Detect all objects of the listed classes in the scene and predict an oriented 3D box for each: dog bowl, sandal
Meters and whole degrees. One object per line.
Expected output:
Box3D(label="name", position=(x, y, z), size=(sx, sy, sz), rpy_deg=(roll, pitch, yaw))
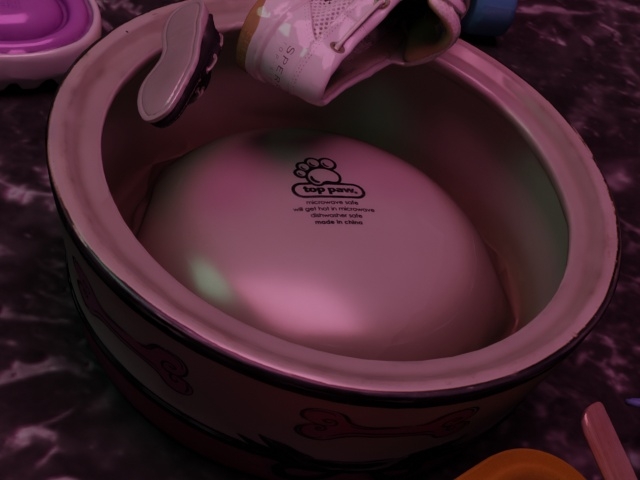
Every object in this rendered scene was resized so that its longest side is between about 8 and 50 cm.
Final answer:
Box3D(label="dog bowl", position=(0.000, 0.000, 1.110), size=(0.408, 0.150, 0.408), rpy_deg=(9, 43, -8))
Box3D(label="sandal", position=(-0.376, -0.189, 1.212), size=(0.416, 0.102, 0.169), rpy_deg=(-9, 49, -26))

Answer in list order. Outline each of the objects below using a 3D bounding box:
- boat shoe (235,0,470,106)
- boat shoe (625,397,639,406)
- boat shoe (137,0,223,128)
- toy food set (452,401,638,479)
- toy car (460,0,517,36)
Box3D(label="boat shoe", position=(0.065, -0.171, 1.134), size=(0.096, 0.098, 0.277), rpy_deg=(40, 56, 22))
Box3D(label="boat shoe", position=(0.276, 0.141, 1.069), size=(0.089, 0.109, 0.258), rpy_deg=(33, 29, -25))
Box3D(label="boat shoe", position=(-0.093, -0.116, 1.061), size=(0.046, 0.038, 0.125), rpy_deg=(-21, 37, 23))
Box3D(label="toy food set", position=(0.121, 0.208, 1.003), size=(0.218, 0.071, 0.128), rpy_deg=(-24, 81, -34))
Box3D(label="toy car", position=(0.083, -0.331, 1.413), size=(0.219, 0.238, 0.210), rpy_deg=(4, 44, -15))
